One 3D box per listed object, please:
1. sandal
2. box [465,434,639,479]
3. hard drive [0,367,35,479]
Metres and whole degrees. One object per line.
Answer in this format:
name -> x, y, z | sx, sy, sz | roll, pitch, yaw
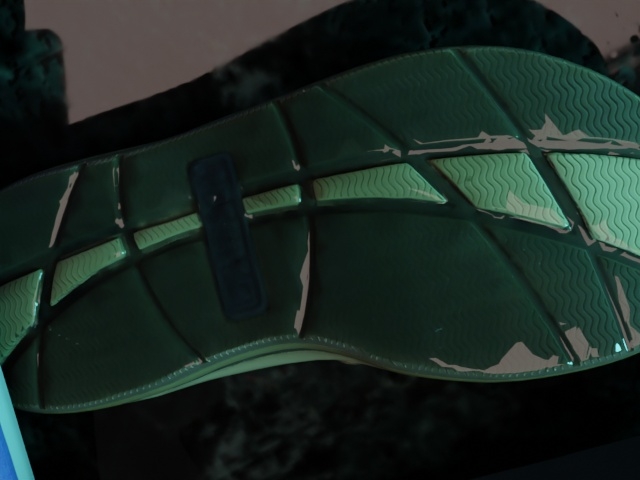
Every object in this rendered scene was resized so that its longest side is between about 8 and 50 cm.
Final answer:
sandal -> -0.001, -0.001, 0.582 | 0.303, 0.086, 0.120 | -7, 87, 18
box -> 0.165, 0.244, 0.567 | 0.343, 0.179, 0.312 | -21, 109, 27
hard drive -> -0.211, 0.120, 0.574 | 0.210, 0.040, 0.318 | -5, 131, 0
